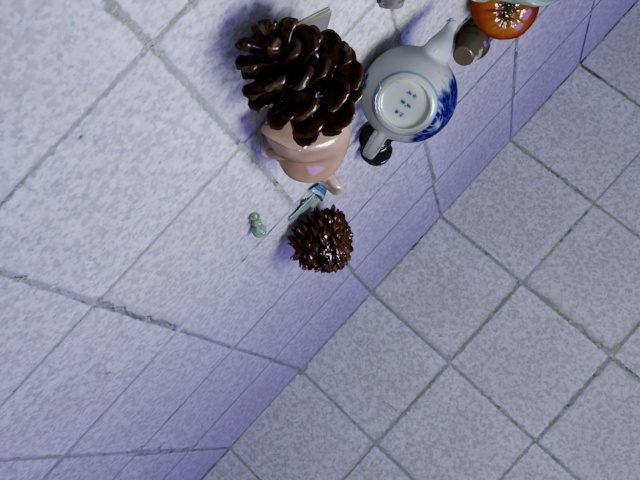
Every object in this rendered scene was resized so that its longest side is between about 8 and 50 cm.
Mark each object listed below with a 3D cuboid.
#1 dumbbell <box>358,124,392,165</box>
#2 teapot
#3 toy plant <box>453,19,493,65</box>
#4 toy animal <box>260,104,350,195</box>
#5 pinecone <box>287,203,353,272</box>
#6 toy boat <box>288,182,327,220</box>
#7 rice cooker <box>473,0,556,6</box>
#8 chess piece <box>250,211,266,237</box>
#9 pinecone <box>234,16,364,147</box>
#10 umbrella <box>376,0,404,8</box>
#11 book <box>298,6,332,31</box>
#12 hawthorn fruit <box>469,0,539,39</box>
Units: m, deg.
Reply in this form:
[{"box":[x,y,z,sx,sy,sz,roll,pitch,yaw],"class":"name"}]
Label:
[{"box":[0.165,-0.285,2.292,0.099,0.099,0.208,-45,161,-10],"class":"dumbbell"},{"box":[0.234,-0.390,2.036,0.424,0.252,0.280,-57,-176,26],"class":"teapot"},{"box":[0.469,-0.606,2.334,0.200,0.105,0.143,-50,174,-34],"class":"toy plant"},{"box":[-0.036,-0.229,1.813,0.213,0.195,0.256,-3,163,-6],"class":"toy animal"},{"box":[0.000,0.000,2.360,0.221,0.221,0.221,-42,161,-18],"class":"pinecone"},{"box":[-0.028,-0.111,2.312,0.149,0.034,0.105,-56,158,22],"class":"toy boat"},{"box":[0.466,-0.698,1.855,0.264,0.317,0.317,-61,160,4],"class":"rice cooker"},{"box":[-0.174,-0.047,2.115,0.042,0.042,0.093,-42,154,-18],"class":"chess piece"},{"box":[-0.042,-0.324,1.545,0.244,0.244,0.309,-52,146,13],"class":"pinecone"},{"box":[0.161,-0.627,1.643,0.073,0.067,0.337,-3,154,-1],"class":"umbrella"},{"box":[-0.037,-0.419,1.705,0.127,0.014,0.181,-36,158,-33],"class":"book"},{"box":[0.529,-0.679,2.222,0.196,0.197,0.225,-58,-175,27],"class":"hawthorn fruit"}]
